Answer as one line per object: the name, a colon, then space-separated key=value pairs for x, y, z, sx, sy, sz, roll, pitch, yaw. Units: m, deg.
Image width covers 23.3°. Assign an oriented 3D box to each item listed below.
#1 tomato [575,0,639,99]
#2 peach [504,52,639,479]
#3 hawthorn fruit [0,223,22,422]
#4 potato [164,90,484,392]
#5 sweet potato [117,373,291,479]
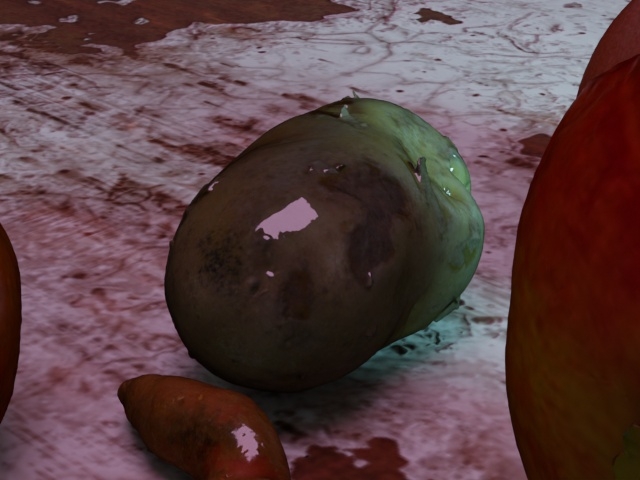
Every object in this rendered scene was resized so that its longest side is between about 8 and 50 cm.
tomato: x=0.296 y=-0.074 z=1.031 sx=0.256 sy=0.224 sz=0.256 roll=8 pitch=23 yaw=-4
peach: x=0.246 y=0.029 z=0.647 sx=0.370 sy=0.370 sz=0.370 roll=-1 pitch=25 yaw=0
hawthorn fruit: x=-0.247 y=0.061 z=0.823 sx=0.197 sy=0.196 sz=0.225 roll=-11 pitch=57 yaw=-21
potato: x=0.000 y=0.000 z=0.954 sx=0.165 sy=0.165 sz=0.262 roll=14 pitch=25 yaw=30
sweet potato: x=-0.052 y=0.112 z=0.822 sx=0.055 sy=0.058 sz=0.202 roll=8 pitch=15 yaw=-35
